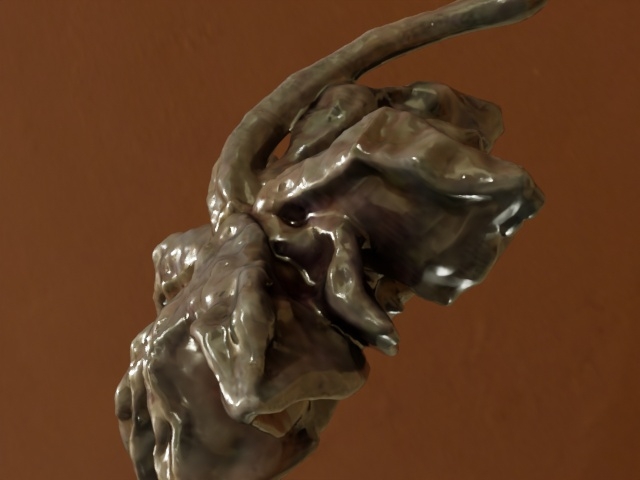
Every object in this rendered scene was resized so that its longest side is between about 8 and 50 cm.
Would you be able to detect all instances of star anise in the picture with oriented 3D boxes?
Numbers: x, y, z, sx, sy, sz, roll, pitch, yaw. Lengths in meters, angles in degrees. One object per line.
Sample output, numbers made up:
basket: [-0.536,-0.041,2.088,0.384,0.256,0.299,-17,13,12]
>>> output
star anise: [0.000,-0.001,0.668,0.089,0.231,0.209,39,-45,-18]
